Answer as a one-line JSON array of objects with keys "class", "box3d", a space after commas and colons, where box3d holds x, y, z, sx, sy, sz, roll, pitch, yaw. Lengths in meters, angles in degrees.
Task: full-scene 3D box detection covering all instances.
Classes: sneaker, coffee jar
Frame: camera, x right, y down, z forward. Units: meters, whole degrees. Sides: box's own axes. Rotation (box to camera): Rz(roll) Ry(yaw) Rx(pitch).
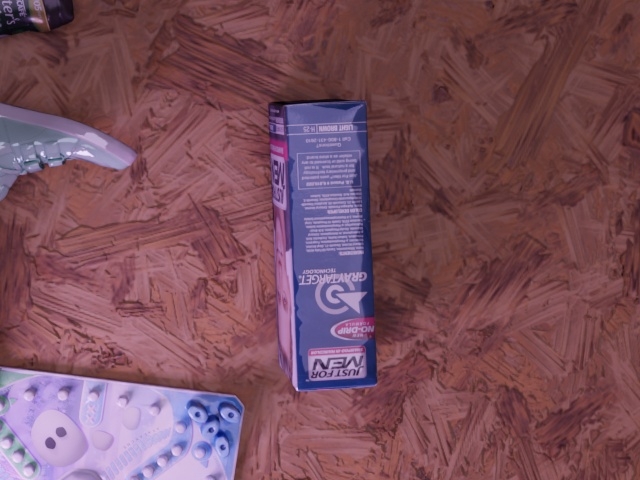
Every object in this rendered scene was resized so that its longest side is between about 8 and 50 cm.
[{"class": "sneaker", "box3d": [-0.359, -0.084, 1.885, 0.256, 0.094, 0.151, 13, 88, 0]}, {"class": "coffee jar", "box3d": [-0.395, -0.287, 1.868, 0.184, 0.079, 0.096, -15, 98, -7]}]

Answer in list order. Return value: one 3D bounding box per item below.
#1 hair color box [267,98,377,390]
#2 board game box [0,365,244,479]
[{"class": "hair color box", "box3d": [0.000, 0.000, 1.910, 0.105, 0.174, 0.347, -4, 96, -8]}, {"class": "board game box", "box3d": [-0.313, 0.369, 1.961, 0.390, 0.050, 0.389, 8, 95, -10]}]
